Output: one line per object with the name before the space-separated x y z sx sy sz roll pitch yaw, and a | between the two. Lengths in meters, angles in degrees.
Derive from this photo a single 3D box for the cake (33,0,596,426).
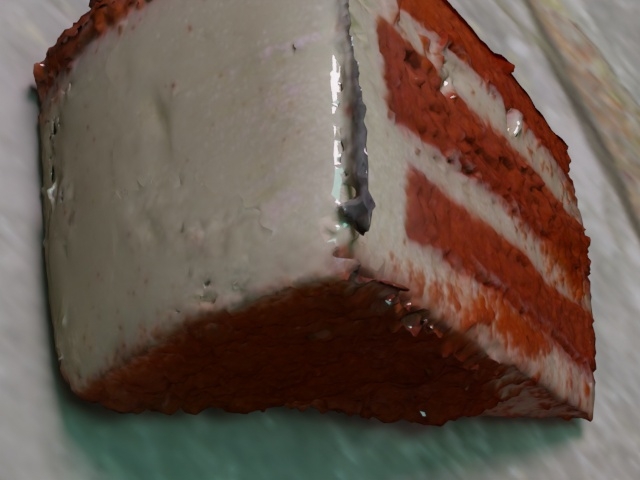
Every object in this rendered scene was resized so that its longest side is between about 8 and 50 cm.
cake | 0.000 0.000 0.709 0.262 0.160 0.158 36 44 -56
